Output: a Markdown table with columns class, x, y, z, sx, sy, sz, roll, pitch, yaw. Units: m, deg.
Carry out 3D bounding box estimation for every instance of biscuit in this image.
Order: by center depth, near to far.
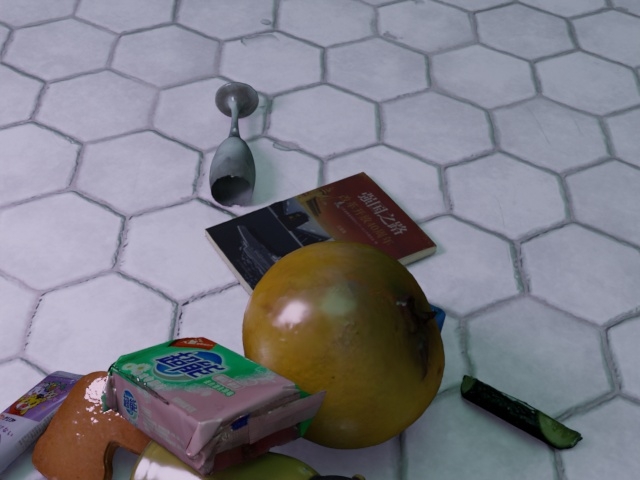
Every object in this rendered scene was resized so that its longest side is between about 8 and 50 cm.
| class | x | y | z | sx | sy | sz | roll | pitch | yaw |
| --- | --- | --- | --- | --- | --- | --- | --- | --- | --- |
| biscuit | -0.324 | 0.300 | 1.462 | 0.186 | 0.036 | 0.192 | 29 | 82 | 19 |

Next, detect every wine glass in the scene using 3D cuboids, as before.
| class | x | y | z | sx | sy | sz | roll | pitch | yaw |
| --- | --- | --- | --- | --- | --- | --- | --- | --- | --- |
| wine glass | -0.263 | -0.205 | 2.015 | 0.264 | 0.096 | 0.310 | 3 | 44 | -4 |

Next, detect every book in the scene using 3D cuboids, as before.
| class | x | y | z | sx | sy | sz | roll | pitch | yaw |
| --- | --- | --- | --- | --- | --- | --- | --- | --- | --- |
| book | 0.000 | 0.000 | 1.873 | 0.373 | 0.028 | 0.262 | -22 | 48 | -24 |

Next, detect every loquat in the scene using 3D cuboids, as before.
| class | x | y | z | sx | sy | sz | roll | pitch | yaw |
| --- | --- | --- | --- | --- | --- | --- | --- | --- | --- |
| loquat | 0.016 | 0.164 | 1.520 | 0.359 | 0.328 | 0.328 | -24 | 31 | 33 |

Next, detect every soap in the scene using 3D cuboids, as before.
| class | x | y | z | sx | sy | sz | roll | pitch | yaw |
| --- | --- | --- | --- | --- | --- | --- | --- | --- | --- |
| soap | -0.156 | 0.222 | 1.347 | 0.217 | 0.098 | 0.273 | -13 | 19 | -35 |

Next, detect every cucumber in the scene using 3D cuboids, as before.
| class | x | y | z | sx | sy | sz | roll | pitch | yaw |
| --- | --- | --- | --- | --- | --- | --- | --- | --- | --- |
| cucumber | 0.318 | 0.277 | 1.581 | 0.220 | 0.070 | 0.046 | 25 | 77 | 23 |

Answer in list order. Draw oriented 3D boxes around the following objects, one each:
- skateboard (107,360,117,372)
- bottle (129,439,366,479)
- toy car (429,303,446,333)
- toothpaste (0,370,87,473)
| class | x | y | z | sx | sy | sz | roll | pitch | yaw |
| --- | --- | --- | --- | --- | --- | --- | --- | --- | --- |
| skateboard | -0.296 | 0.250 | 1.547 | 0.067 | 0.080 | 0.151 | -12 | 48 | -25 |
| bottle | -0.077 | 0.371 | 1.310 | 0.351 | 0.172 | 0.171 | 7 | 41 | 26 |
| toy car | 0.136 | 0.126 | 1.699 | 0.191 | 0.097 | 0.100 | 27 | 40 | 22 |
| toothpaste | -0.475 | 0.295 | 1.494 | 0.114 | 0.073 | 0.299 | 0 | 32 | 39 |
